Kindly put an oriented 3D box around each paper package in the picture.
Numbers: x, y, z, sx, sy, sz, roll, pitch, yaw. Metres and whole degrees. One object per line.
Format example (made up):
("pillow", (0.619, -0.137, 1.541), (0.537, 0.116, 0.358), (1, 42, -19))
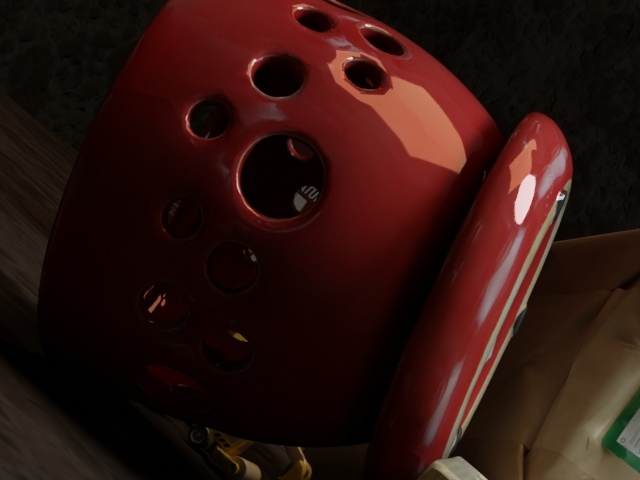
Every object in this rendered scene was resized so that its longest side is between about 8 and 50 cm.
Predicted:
("paper package", (0.189, 0.161, 0.877), (0.325, 0.168, 0.309), (42, -20, -14))

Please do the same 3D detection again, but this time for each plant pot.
("plant pot", (0.000, 0.000, 0.678), (0.174, 0.191, 0.191), (25, -5, 11))

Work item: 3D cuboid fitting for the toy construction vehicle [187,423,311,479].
("toy construction vehicle", (-0.053, 0.084, 0.814), (0.098, 0.035, 0.086), (41, -1, 28))

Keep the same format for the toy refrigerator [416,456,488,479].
("toy refrigerator", (0.057, 0.135, 0.557), (0.102, 0.094, 0.269), (41, -2, 10))

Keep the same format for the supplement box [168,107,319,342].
("supplement box", (-0.027, 0.013, 1.146), (0.129, 0.191, 0.194), (41, -2, 28))
